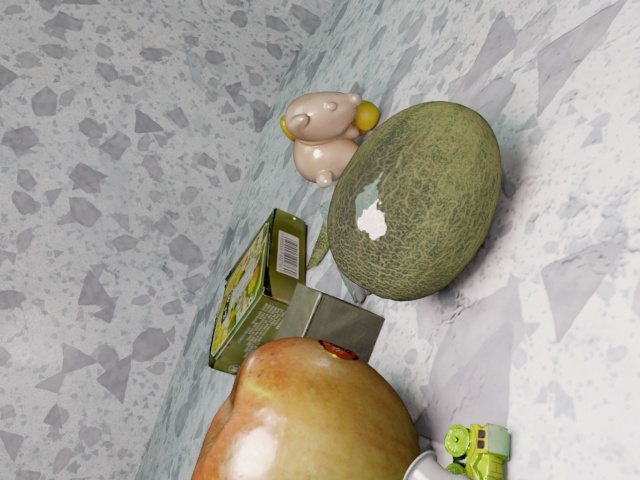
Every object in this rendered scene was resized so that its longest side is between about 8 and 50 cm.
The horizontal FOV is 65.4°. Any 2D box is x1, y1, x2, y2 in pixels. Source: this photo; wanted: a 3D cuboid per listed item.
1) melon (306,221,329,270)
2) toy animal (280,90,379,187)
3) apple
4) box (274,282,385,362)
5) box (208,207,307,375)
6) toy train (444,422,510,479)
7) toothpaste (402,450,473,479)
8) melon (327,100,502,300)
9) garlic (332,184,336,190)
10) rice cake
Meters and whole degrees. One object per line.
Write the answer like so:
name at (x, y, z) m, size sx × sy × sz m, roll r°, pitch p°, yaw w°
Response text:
melon at (0.003, -0.003, 1.384) m, size 0.182 × 0.054 × 0.098 m, roll -71°, pitch 14°, yaw -14°
toy animal at (0.038, -0.270, 1.388) m, size 0.345 × 0.278 × 0.246 m, roll -166°, pitch 71°, yaw -81°
apple at (-0.009, 0.314, 0.702) m, size 0.338 × 0.305 × 0.338 m, roll -155°, pitch 90°, yaw -85°
box at (-0.005, 0.224, 0.997) m, size 0.231 × 0.149 × 0.155 m, roll -68°, pitch 19°, yaw -6°
box at (-0.196, 0.166, 1.577) m, size 0.420 × 0.138 × 0.373 m, roll -52°, pitch 25°, yaw 36°
toy train at (0.169, 0.337, 0.562) m, size 0.085 × 0.053 × 0.249 m, roll -27°, pitch 44°, yaw 53°
toothpaste at (0.188, 0.311, 0.474) m, size 0.266 × 0.061 × 0.096 m, roll 31°, pitch 97°, yaw 49°
melon at (0.147, -0.061, 0.787) m, size 0.329 × 0.249 × 0.248 m, roll -61°, pitch 19°, yaw 0°
garlic at (0.139, -0.113, 0.988) m, size 0.245 × 0.164 × 0.145 m, roll -47°, pitch 10°, yaw 31°
rice cake at (0.047, 0.024, 1.091) m, size 0.189 × 0.037 × 0.198 m, roll -115°, pitch 6°, yaw -65°
